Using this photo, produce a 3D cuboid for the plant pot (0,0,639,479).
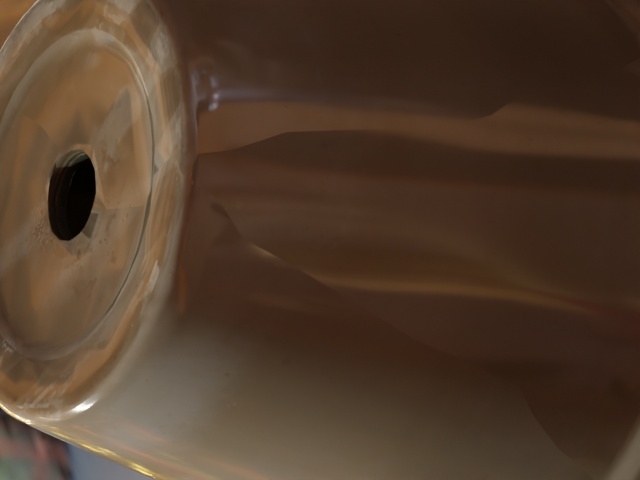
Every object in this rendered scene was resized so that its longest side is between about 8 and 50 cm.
[{"bbox_3d":[0.000,0.000,0.882,0.323,0.280,0.323,-17,69,50],"label":"plant pot"}]
